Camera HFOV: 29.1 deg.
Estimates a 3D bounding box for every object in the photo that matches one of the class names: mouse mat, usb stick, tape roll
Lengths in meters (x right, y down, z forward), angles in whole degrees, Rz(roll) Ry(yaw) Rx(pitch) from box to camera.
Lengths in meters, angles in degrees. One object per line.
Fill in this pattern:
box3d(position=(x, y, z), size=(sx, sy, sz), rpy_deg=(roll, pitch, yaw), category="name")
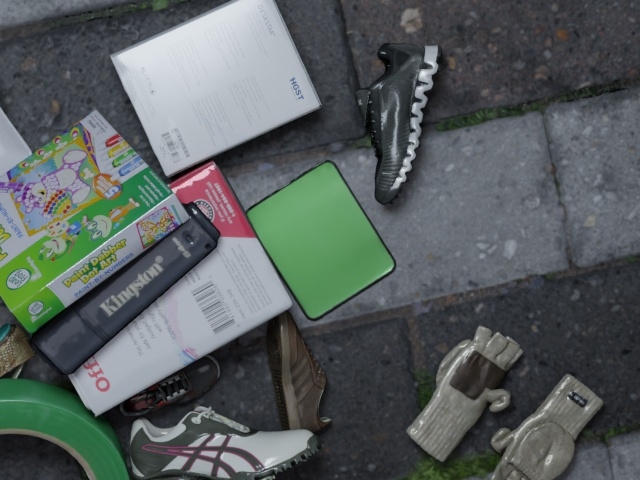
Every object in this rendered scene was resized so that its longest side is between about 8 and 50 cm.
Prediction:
box3d(position=(0.000, 0.000, 1.747), size=(0.153, 0.007, 0.189), rpy_deg=(-32, 96, -2), category="mouse mat")
box3d(position=(-0.250, 0.062, 1.576), size=(0.278, 0.045, 0.077), rpy_deg=(-41, 95, -1), category="usb stick")
box3d(position=(-0.419, 0.348, 1.662), size=(0.321, 0.077, 0.321), rpy_deg=(-4, 108, -13), category="tape roll")

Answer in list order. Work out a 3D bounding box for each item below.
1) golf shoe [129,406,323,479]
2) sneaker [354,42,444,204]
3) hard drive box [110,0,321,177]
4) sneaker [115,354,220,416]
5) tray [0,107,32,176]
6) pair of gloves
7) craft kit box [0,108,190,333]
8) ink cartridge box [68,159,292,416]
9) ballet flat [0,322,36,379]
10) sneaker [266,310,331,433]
box3d(position=(-0.136, 0.283, 1.692), size=(0.273, 0.105, 0.120), rpy_deg=(-12, 87, 8), category="golf shoe")
box3d(position=(0.092, -0.169, 1.709), size=(0.106, 0.078, 0.234), rpy_deg=(15, 89, -4), category="sneaker")
box3d(position=(-0.141, -0.215, 1.672), size=(0.232, 0.089, 0.181), rpy_deg=(-24, 97, -3), category="hard drive box")
box3d(position=(-0.212, 0.211, 1.712), size=(0.158, 0.065, 0.061), rpy_deg=(-26, 97, -3), category="sneaker")
box3d(position=(-0.540, -0.098, 1.671), size=(0.270, 0.030, 0.145), rpy_deg=(-34, 96, -2), category="tray")
box3d(position=(0.263, 0.252, 1.778), size=(0.240, 0.042, 0.204), rpy_deg=(31, 88, -9), category="pair of gloves")
box3d(position=(-0.329, -0.032, 1.587), size=(0.247, 0.250, 0.061), rpy_deg=(-39, 135, -8), category="craft kit box")
box3d(position=(-0.223, 0.059, 1.666), size=(0.306, 0.131, 0.226), rpy_deg=(-28, 96, -1), category="ink cartridge box")
box3d(position=(-0.471, 0.204, 1.687), size=(0.206, 0.073, 0.067), rpy_deg=(-43, 112, 3), category="ballet flat")
box3d(position=(-0.030, 0.184, 1.739), size=(0.071, 0.066, 0.188), rpy_deg=(-10, 101, -22), category="sneaker")
